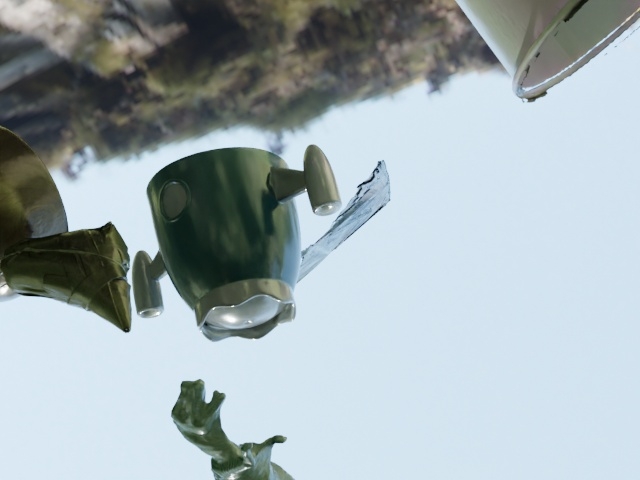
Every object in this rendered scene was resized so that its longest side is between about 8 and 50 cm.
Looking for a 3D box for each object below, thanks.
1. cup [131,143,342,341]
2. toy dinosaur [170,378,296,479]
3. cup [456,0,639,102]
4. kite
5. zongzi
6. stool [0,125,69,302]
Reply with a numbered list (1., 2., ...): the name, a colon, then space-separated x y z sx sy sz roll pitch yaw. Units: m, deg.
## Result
1. cup: -0.095 0.011 1.598 0.299 0.167 0.173 -30 -120 32
2. toy dinosaur: -0.027 0.274 1.479 0.129 0.383 0.076 4 -135 34
3. cup: 0.173 -0.294 1.241 0.253 0.253 0.274 -38 -102 -17
4. kite: 0.000 0.000 1.824 0.011 0.335 0.314 47 -137 10
5. zongzi: -0.250 0.050 1.360 0.154 0.062 0.130 -10 -133 -2
6. stool: -0.397 0.013 1.420 0.179 0.179 0.264 9 -152 38
